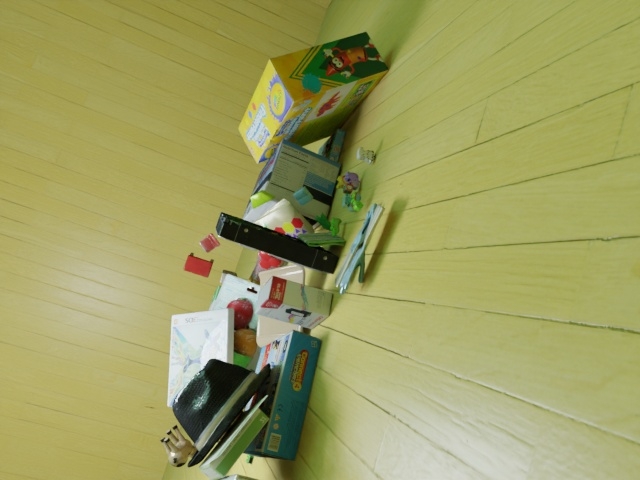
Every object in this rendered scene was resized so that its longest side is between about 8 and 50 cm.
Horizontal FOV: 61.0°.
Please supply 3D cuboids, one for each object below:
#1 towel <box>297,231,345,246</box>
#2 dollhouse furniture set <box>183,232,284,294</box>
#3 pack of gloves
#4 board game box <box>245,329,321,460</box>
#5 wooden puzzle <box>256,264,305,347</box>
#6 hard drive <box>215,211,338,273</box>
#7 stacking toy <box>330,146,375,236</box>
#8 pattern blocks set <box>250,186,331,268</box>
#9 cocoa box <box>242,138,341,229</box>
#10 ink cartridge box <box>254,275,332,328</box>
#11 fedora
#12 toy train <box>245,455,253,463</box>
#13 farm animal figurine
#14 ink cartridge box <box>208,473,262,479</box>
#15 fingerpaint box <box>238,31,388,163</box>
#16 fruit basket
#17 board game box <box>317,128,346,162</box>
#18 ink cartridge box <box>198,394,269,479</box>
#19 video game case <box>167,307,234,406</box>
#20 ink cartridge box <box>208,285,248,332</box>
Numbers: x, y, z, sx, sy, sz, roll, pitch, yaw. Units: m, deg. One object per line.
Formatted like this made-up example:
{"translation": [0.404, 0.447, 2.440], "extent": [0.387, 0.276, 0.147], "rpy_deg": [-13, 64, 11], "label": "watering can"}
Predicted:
{"translation": [0.000, 0.000, 1.572], "extent": [0.152, 0.113, 0.023], "rpy_deg": [-144, 52, -74], "label": "towel"}
{"translation": [-0.329, 0.086, 2.134], "extent": [0.152, 0.374, 0.201], "rpy_deg": [-160, 89, -80], "label": "dollhouse furniture set"}
{"translation": [0.106, 0.023, 1.317], "extent": [0.195, 0.046, 0.232], "rpy_deg": [-89, 24, -82], "label": "pack of gloves"}
{"translation": [-0.119, 0.424, 1.467], "extent": [0.302, 0.086, 0.308], "rpy_deg": [138, 149, -62], "label": "board game box"}
{"translation": [-0.115, 0.202, 1.637], "extent": [0.221, 0.044, 0.238], "rpy_deg": [-15, 72, 48], "label": "wooden puzzle"}
{"translation": [-0.135, 0.006, 1.587], "extent": [0.237, 0.339, 0.064], "rpy_deg": [-153, 83, -75], "label": "hard drive"}
{"translation": [0.091, -0.137, 1.548], "extent": [0.167, 0.052, 0.221], "rpy_deg": [128, 155, -55], "label": "stacking toy"}
{"translation": [-0.121, -0.042, 1.757], "extent": [0.325, 0.285, 0.026], "rpy_deg": [-16, 27, 30], "label": "pattern blocks set"}
{"translation": [-0.110, -0.162, 1.937], "extent": [0.347, 0.231, 0.228], "rpy_deg": [145, 144, -66], "label": "cocoa box"}
{"translation": [-0.072, 0.170, 1.465], "extent": [0.127, 0.175, 0.072], "rpy_deg": [131, 152, -56], "label": "ink cartridge box"}
{"translation": [-0.275, 0.407, 1.384], "extent": [0.334, 0.152, 0.334], "rpy_deg": [-52, -5, -6], "label": "fedora"}
{"translation": [-0.206, 0.633, 1.641], "extent": [0.024, 0.017, 0.083], "rpy_deg": [-13, 57, 61], "label": "toy train"}
{"translation": [-0.412, 0.674, 1.958], "extent": [0.330, 0.172, 0.327], "rpy_deg": [-34, 7, -25], "label": "farm animal figurine"}
{"translation": [-0.203, 0.705, 1.239], "extent": [0.384, 0.160, 0.279], "rpy_deg": [132, 155, -57], "label": "ink cartridge box"}
{"translation": [-0.043, -0.474, 1.841], "extent": [0.163, 0.371, 0.445], "rpy_deg": [62, 155, 5], "label": "fingerpaint box"}
{"translation": [-0.293, 0.326, 1.969], "extent": [0.327, 0.165, 0.353], "rpy_deg": [14, 74, 38], "label": "fruit basket"}
{"translation": [0.024, -0.305, 2.033], "extent": [0.211, 0.039, 0.160], "rpy_deg": [148, 140, -69], "label": "board game box"}
{"translation": [-0.187, 0.458, 1.250], "extent": [0.171, 0.056, 0.235], "rpy_deg": [-48, 1, -35], "label": "ink cartridge box"}
{"translation": [-0.420, 0.413, 1.893], "extent": [0.300, 0.036, 0.329], "rpy_deg": [-11, 73, 35], "label": "video game case"}
{"translation": [-0.365, 0.360, 2.202], "extent": [0.121, 0.211, 0.289], "rpy_deg": [135, 152, -57], "label": "ink cartridge box"}
